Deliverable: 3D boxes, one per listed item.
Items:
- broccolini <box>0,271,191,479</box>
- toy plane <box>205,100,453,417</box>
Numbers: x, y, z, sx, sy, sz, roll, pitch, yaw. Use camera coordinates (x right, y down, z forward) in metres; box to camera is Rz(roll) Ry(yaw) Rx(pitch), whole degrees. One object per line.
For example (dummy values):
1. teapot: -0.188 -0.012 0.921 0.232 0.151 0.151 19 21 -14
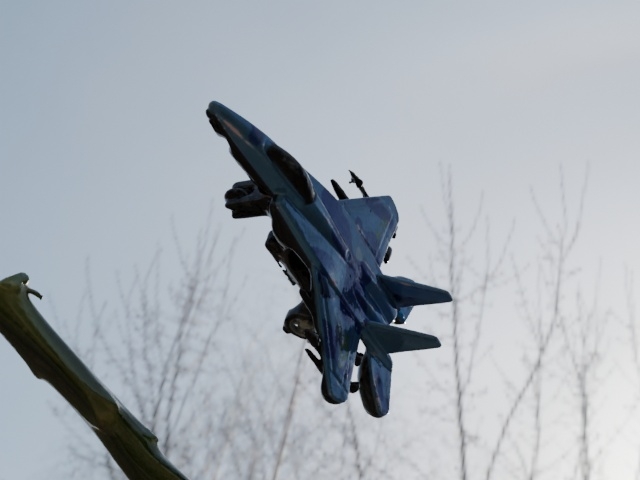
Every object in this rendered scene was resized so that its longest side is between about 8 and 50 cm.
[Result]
1. broccolini: -0.080 0.158 0.876 0.392 0.074 0.079 47 -6 5
2. toy plane: -0.006 0.001 0.850 0.078 0.169 0.246 -18 -49 38
